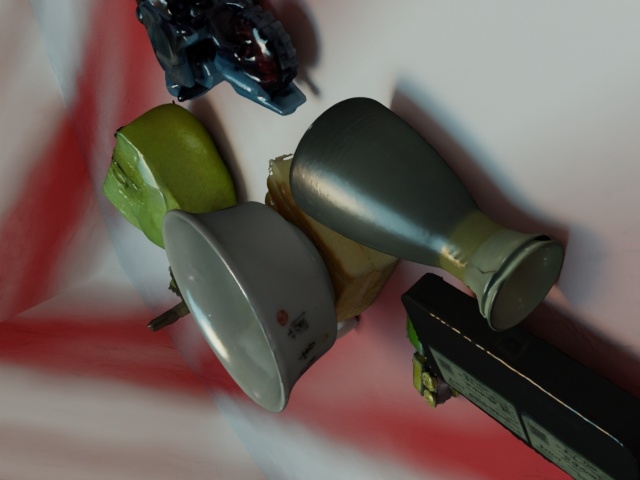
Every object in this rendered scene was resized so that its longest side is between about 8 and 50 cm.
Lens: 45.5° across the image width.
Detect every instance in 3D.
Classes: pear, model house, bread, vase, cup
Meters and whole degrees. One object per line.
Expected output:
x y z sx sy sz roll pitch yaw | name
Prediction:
-0.302 -0.114 1.680 0.318 0.238 0.342 50 152 0 | pear
-0.319 0.094 1.871 0.205 0.279 0.218 26 139 54 | model house
0.000 0.000 1.267 0.246 0.111 0.239 56 156 17 | bread
0.124 -0.031 0.911 0.321 0.173 0.173 38 148 34 | vase
-0.091 0.077 1.189 0.347 0.163 0.347 44 151 32 | cup

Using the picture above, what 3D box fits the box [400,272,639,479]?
0.249 0.183 0.916 0.350 0.058 0.211 33 160 44 | box

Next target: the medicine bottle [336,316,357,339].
-0.006 0.100 1.454 0.183 0.069 0.119 53 154 20 | medicine bottle

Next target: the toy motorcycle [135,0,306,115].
-0.164 -0.307 1.243 0.416 0.172 0.232 30 149 39 | toy motorcycle

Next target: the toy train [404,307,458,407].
0.171 0.170 1.157 0.081 0.060 0.202 51 156 46 | toy train
